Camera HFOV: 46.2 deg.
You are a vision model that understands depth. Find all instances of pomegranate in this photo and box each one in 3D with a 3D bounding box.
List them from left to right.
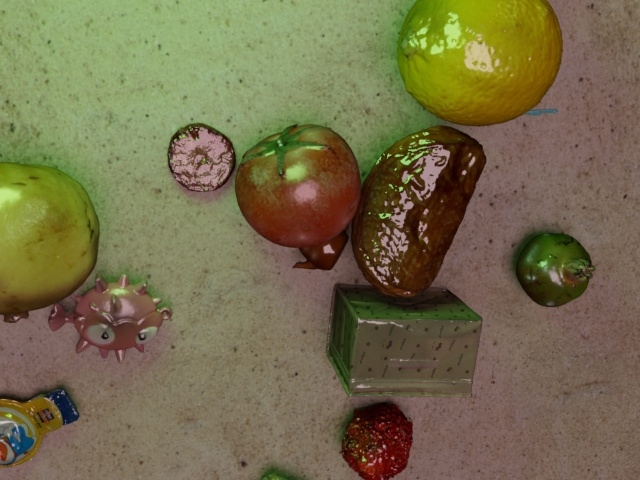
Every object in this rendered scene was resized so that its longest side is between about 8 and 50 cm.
[{"bbox_3d":[-0.599,0.004,1.451,0.332,0.332,0.332,-3,106,-10],"label":"pomegranate"},{"bbox_3d":[0.564,0.071,1.761,0.180,0.209,0.180,-1,93,-21],"label":"pomegranate"}]

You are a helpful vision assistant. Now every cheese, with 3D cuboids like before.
[{"bbox_3d":[-0.681,0.418,1.683,0.270,0.069,0.177,-24,108,-4],"label":"cheese"}]

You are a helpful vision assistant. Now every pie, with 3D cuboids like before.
[{"bbox_3d":[-0.256,-0.178,1.618,0.154,0.036,0.154,-3,106,-10],"label":"pie"}]

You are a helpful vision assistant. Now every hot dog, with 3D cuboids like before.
[{"bbox_3d":[0.212,-0.065,1.636,0.267,0.174,0.387,12,105,-41],"label":"hot dog"}]

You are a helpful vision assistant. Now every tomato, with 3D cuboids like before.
[{"bbox_3d":[-0.043,-0.105,1.563,0.265,0.265,0.265,-3,106,-10],"label":"tomato"}]

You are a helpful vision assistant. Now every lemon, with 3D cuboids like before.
[{"bbox_3d":[0.325,-0.391,1.538,0.336,0.336,0.336,-3,106,-10],"label":"lemon"}]

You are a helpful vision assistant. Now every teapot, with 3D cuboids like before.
[{"bbox_3d":[0.000,0.000,1.689,0.116,0.116,0.173,33,81,-18],"label":"teapot"}]

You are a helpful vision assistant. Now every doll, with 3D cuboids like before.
[{"bbox_3d":[-0.459,0.167,1.644,0.262,0.093,0.211,4,111,-15],"label":"doll"}]

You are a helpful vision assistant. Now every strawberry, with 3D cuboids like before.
[{"bbox_3d":[0.135,0.498,1.807,0.187,0.201,0.184,-21,91,14],"label":"strawberry"}]

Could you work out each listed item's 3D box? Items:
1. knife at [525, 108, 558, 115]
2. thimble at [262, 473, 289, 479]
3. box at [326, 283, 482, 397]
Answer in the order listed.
[{"bbox_3d":[0.513,-0.299,1.752,0.091,0.005,0.014,-4,104,-10],"label":"knife"},{"bbox_3d":[-0.103,0.674,1.835,0.143,0.137,0.190,29,109,-17],"label":"thimble"},{"bbox_3d":[0.188,0.224,1.719,0.297,0.225,0.190,4,105,-14],"label":"box"}]
